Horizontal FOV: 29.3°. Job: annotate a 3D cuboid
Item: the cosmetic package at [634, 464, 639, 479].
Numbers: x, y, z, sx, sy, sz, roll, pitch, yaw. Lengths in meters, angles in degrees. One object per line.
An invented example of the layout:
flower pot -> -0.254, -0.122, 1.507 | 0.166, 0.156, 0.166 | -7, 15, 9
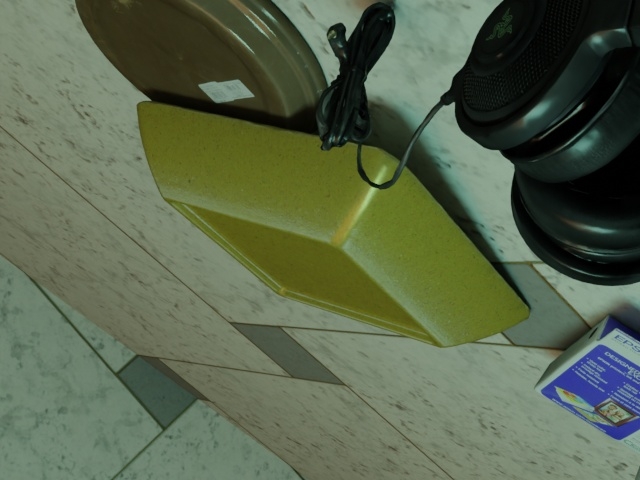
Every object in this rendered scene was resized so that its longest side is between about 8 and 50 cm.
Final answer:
cosmetic package -> 0.377, 0.197, 1.011 | 0.151, 0.151, 0.184 | 38, 142, -7

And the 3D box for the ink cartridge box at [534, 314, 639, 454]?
ink cartridge box -> 0.337, 0.155, 1.185 | 0.206, 0.045, 0.208 | 32, 155, 1

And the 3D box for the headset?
headset -> 0.174, -0.096, 0.805 | 0.394, 0.185, 0.243 | 0, 149, 30

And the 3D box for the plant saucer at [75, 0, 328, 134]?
plant saucer -> -0.119, -0.176, 1.129 | 0.278, 0.041, 0.278 | 28, 158, 12

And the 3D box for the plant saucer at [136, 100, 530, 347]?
plant saucer -> 0.000, 0.000, 1.225 | 0.333, 0.081, 0.333 | 16, 162, 39
